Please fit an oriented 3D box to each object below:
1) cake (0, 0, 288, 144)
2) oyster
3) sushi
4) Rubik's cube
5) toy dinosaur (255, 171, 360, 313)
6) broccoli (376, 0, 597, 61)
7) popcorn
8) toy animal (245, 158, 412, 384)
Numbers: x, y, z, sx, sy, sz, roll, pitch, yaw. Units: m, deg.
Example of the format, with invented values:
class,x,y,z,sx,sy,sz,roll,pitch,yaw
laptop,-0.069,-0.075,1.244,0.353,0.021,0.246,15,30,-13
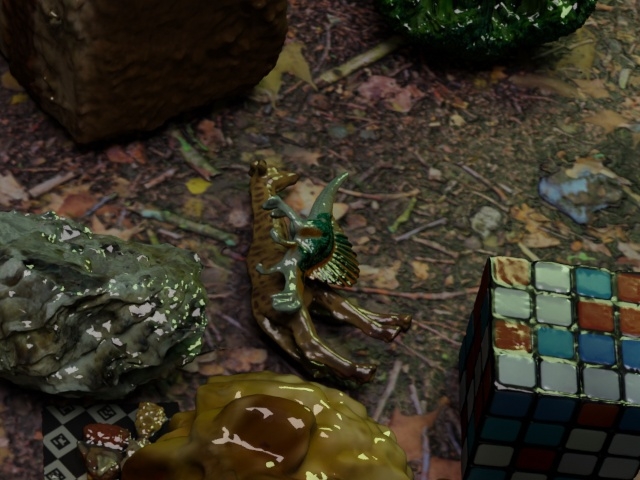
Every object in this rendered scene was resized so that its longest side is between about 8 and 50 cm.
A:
class,x,y,z,sx,sy,sz,roll,pitch,yaw
cake,-0.201,-0.289,1.901,0.282,0.255,0.290,-20,51,-25
oyster,-0.231,0.047,1.687,0.268,0.112,0.198,2,44,0
sushi,-0.178,0.181,1.634,0.126,0.026,0.120,-2,49,-12
Rubik's cube,0.210,0.124,1.678,0.154,0.151,0.155,7,47,-4
toy dinosaur,-0.001,0.002,1.759,0.106,0.044,0.187,51,37,12
broccoli,0.176,-0.335,2.009,0.297,0.297,0.297,0,82,0
popcorn,-0.020,0.231,1.505,0.332,0.225,0.265,-3,57,-43
toy animal,-0.019,0.031,1.786,0.149,0.054,0.275,-22,55,-31
